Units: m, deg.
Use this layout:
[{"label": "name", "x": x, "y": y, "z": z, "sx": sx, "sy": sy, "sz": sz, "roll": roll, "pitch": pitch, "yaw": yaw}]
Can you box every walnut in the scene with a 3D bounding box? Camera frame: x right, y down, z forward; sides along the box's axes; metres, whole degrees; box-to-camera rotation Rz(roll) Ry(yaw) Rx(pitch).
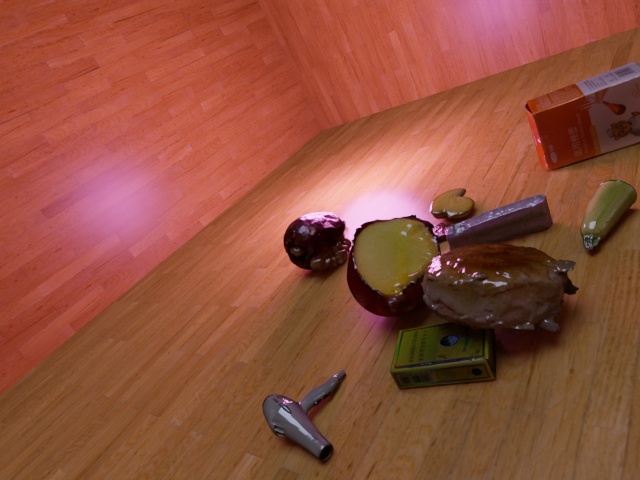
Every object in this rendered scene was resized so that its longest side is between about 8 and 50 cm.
[{"label": "walnut", "x": 0.000, "y": 0.000, "z": 1.736, "sx": 0.243, "sy": 0.222, "sz": 0.269, "roll": 25, "pitch": 41, "yaw": 24}]

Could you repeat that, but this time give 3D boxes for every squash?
[{"label": "squash", "x": 0.717, "y": -0.053, "z": 1.161, "sx": 0.224, "sy": 0.094, "sz": 0.094, "roll": -48, "pitch": 28, "yaw": -25}]

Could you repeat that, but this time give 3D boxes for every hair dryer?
[{"label": "hair dryer", "x": -0.008, "y": 0.407, "z": 1.055, "sx": 0.224, "sy": 0.088, "sz": 0.219, "roll": -18, "pitch": 27, "yaw": -13}]

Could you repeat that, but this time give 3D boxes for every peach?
[{"label": "peach", "x": 0.203, "y": 0.100, "z": 1.284, "sx": 0.257, "sy": 0.201, "sz": 0.362, "roll": 4, "pitch": 40, "yaw": 7}]

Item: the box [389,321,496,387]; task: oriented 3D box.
[{"label": "box", "x": 0.278, "y": 0.253, "z": 1.034, "sx": 0.219, "sy": 0.064, "sz": 0.141, "roll": -14, "pitch": 24, "yaw": 28}]

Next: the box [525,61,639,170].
[{"label": "box", "x": 0.881, "y": -0.400, "z": 1.507, "sx": 0.341, "sy": 0.225, "sz": 0.143, "roll": -17, "pitch": 26, "yaw": 26}]

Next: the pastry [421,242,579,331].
[{"label": "pastry", "x": 0.383, "y": 0.095, "z": 1.042, "sx": 0.329, "sy": 0.137, "sz": 0.330, "roll": -4, "pitch": 14, "yaw": 1}]

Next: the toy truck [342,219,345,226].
[{"label": "toy truck", "x": 0.067, "y": -0.065, "z": 1.990, "sx": 0.083, "sy": 0.039, "sz": 0.044, "roll": -10, "pitch": 12, "yaw": 34}]

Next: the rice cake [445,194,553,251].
[{"label": "rice cake", "x": 0.509, "y": -0.038, "z": 1.327, "sx": 0.297, "sy": 0.106, "sz": 0.050, "roll": -20, "pitch": 33, "yaw": 19}]

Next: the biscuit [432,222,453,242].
[{"label": "biscuit", "x": 0.364, "y": -0.015, "z": 1.550, "sx": 0.175, "sy": 0.026, "sz": 0.124, "roll": -10, "pitch": 30, "yaw": 39}]

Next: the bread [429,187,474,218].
[{"label": "bread", "x": 0.474, "y": -0.120, "z": 1.611, "sx": 0.149, "sy": 0.065, "sz": 0.188, "roll": 4, "pitch": 35, "yaw": 35}]
